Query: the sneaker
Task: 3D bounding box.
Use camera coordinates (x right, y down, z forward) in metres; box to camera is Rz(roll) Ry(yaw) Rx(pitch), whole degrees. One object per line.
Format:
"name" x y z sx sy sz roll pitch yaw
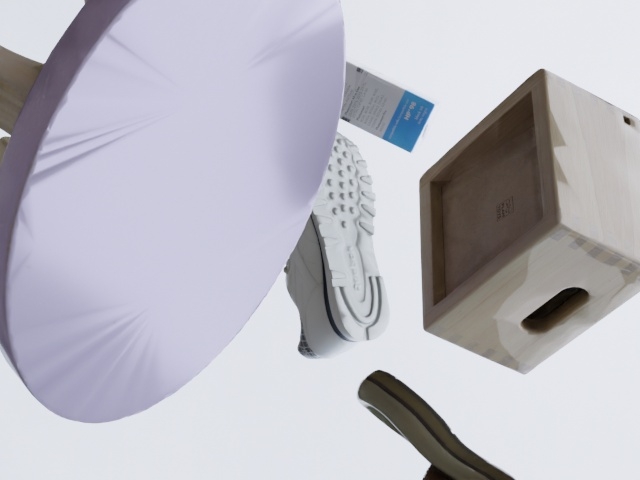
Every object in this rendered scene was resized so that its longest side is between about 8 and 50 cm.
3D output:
"sneaker" 0.000 0.000 1.604 0.095 0.090 0.235 -30 -123 48

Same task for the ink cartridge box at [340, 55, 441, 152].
"ink cartridge box" 0.035 -0.161 1.743 0.180 0.104 0.060 27 -81 4

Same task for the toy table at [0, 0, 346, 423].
"toy table" -0.113 -0.063 0.851 0.161 0.252 0.274 43 -72 42

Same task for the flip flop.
"flip flop" 0.099 0.192 1.128 0.277 0.080 0.112 43 -8 42

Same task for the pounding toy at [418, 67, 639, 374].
"pounding toy" 0.117 -0.003 0.886 0.141 0.100 0.130 -43 -147 40
